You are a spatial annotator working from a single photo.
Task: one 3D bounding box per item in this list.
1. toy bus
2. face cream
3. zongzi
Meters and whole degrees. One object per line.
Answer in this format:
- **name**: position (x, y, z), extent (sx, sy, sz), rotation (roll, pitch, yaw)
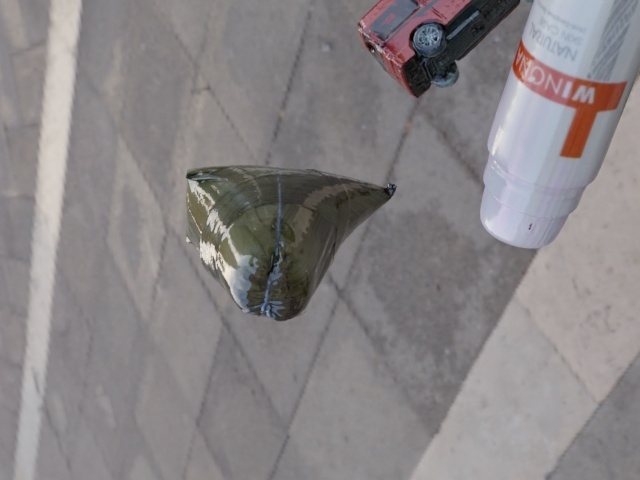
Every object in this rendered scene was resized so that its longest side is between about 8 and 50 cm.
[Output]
- **toy bus**: position (0.133, -0.233, 1.054), extent (0.089, 0.195, 0.081), rotation (47, 180, 25)
- **face cream**: position (0.207, -0.139, 0.897), extent (0.102, 0.102, 0.345), rotation (50, 139, 41)
- **zongzi**: position (0.000, 0.000, 1.077), extent (0.221, 0.242, 0.112), rotation (-125, 39, -57)
